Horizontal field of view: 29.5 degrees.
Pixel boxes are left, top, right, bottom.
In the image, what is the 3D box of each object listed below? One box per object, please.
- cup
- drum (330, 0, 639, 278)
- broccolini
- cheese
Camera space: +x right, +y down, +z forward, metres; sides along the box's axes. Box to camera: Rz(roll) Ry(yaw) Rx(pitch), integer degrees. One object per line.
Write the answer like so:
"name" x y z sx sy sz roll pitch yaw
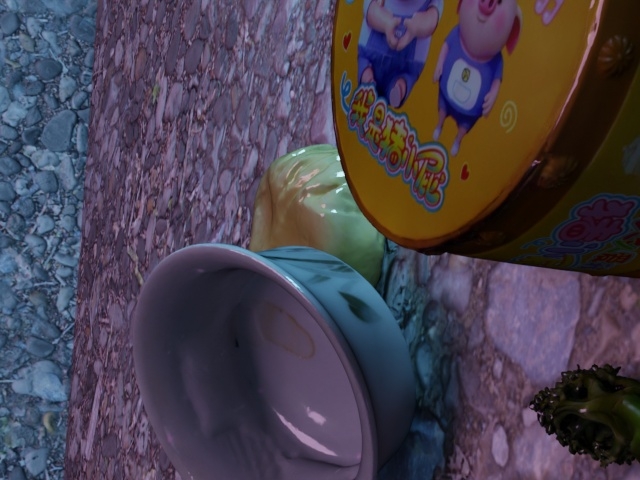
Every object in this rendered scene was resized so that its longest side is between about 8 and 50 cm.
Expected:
"cup" -0.030 0.144 1.315 0.347 0.163 0.347 19 120 36
"drum" 0.188 -0.179 0.942 0.431 0.214 0.431 -173 90 -66
"broccolini" 0.203 0.141 0.798 0.079 0.074 0.392 -41 0 5
"cheese" 0.000 0.000 1.451 0.214 0.117 0.225 -149 64 -61
